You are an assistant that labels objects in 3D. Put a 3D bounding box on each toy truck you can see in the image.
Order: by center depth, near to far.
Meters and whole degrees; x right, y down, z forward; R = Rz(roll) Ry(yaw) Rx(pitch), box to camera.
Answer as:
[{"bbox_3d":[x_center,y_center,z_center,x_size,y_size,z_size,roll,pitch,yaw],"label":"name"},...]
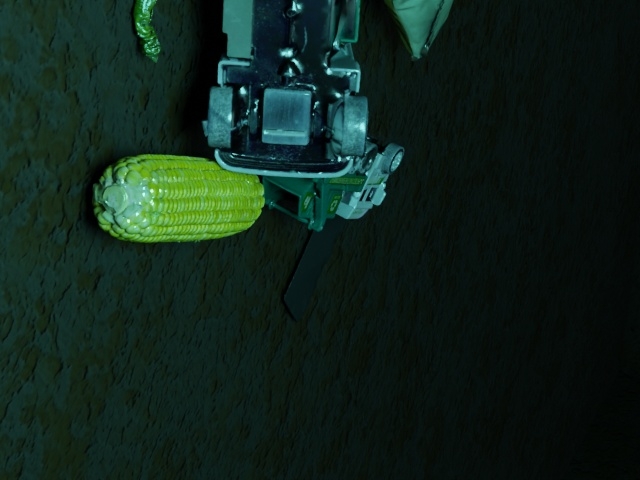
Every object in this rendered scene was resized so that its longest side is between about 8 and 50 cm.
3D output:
[{"bbox_3d":[-0.021,-0.245,1.350,0.178,0.177,0.363,-88,-178,-69],"label":"toy truck"},{"bbox_3d":[0.002,-0.075,1.630,0.116,0.110,0.216,-65,161,10],"label":"toy truck"}]

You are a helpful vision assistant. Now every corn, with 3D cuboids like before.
[{"bbox_3d":[-0.129,-0.038,1.353,0.248,0.081,0.081,-3,106,-68],"label":"corn"}]

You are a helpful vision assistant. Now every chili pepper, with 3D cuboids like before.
[{"bbox_3d":[-0.150,-0.195,1.278,0.027,0.022,0.083,-30,127,-59],"label":"chili pepper"}]

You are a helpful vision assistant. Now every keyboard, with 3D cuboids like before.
[{"bbox_3d":[-0.002,0.000,1.783,0.196,0.015,0.074,-67,153,-20],"label":"keyboard"}]

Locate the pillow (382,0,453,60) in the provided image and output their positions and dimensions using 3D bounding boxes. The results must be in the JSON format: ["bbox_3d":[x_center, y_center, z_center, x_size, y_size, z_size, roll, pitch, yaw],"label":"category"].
[{"bbox_3d":[0.119,-0.402,1.673,0.310,0.119,0.312,-68,158,-10],"label":"pillow"}]
